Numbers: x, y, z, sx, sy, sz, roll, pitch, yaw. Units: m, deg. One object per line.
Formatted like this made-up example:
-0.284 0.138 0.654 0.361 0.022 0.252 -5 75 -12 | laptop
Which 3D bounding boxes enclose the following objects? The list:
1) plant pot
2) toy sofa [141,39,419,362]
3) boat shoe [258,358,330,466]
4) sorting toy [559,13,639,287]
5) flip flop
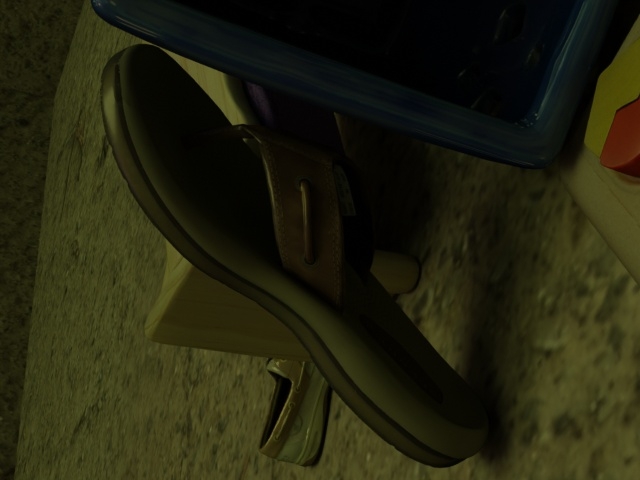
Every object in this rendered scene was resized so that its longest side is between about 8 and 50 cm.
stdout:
0.022 -0.181 0.613 0.212 0.236 0.236 -154 83 -77 | plant pot
-0.042 -0.105 0.836 0.177 0.150 0.362 -55 36 39 | toy sofa
-0.018 0.097 0.855 0.050 0.045 0.135 155 125 -66 | boat shoe
0.166 -0.063 0.449 0.193 0.038 0.208 -110 37 -56 | sorting toy
0.000 0.000 0.596 0.080 0.277 0.112 -42 4 24 | flip flop
